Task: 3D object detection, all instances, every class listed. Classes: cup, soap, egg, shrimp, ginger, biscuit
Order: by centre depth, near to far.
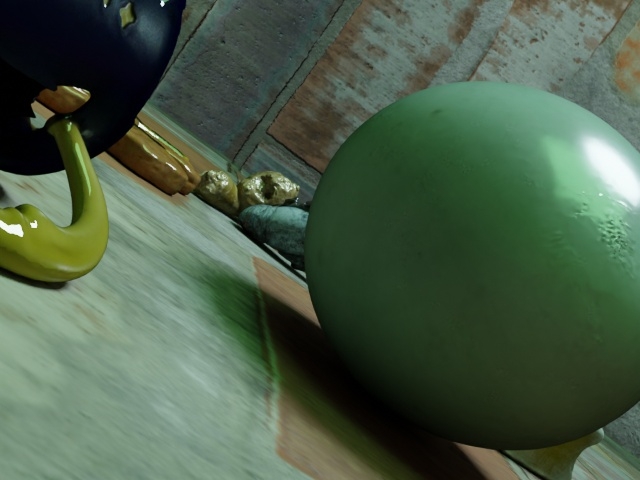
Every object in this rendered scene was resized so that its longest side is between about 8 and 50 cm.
[{"bbox_3d":[-0.176,-0.125,0.483,0.255,0.178,0.256,36,5,25],"label":"cup"},{"bbox_3d":[0.127,0.014,0.808,0.276,0.276,0.389,36,6,-18],"label":"egg"},{"bbox_3d":[0.176,0.146,1.152,0.173,0.089,0.274,37,3,-24],"label":"soap"},{"bbox_3d":[-0.276,-0.164,1.177,0.334,0.047,0.202,36,3,3],"label":"biscuit"},{"bbox_3d":[0.000,0.000,1.275,0.233,0.090,0.079,16,7,24],"label":"shrimp"},{"bbox_3d":[-0.088,-0.062,1.355,0.165,0.096,0.067,16,61,-55],"label":"ginger"}]

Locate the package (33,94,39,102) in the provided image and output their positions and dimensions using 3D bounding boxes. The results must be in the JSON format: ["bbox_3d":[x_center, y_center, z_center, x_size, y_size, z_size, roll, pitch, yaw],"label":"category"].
[{"bbox_3d":[-0.314,-0.170,0.817,0.204,0.062,0.251,36,16,-14],"label":"package"}]
